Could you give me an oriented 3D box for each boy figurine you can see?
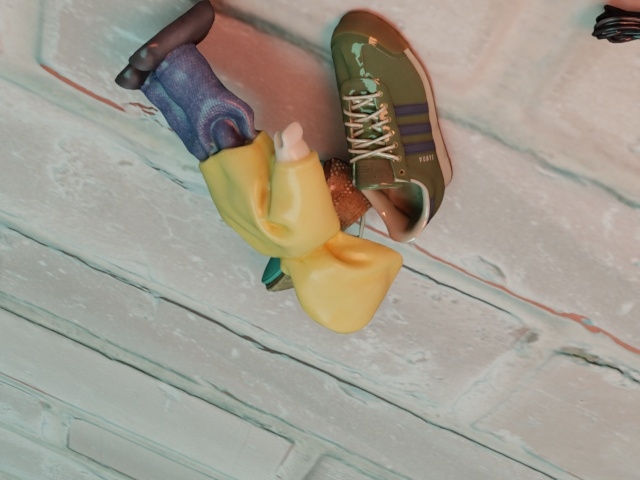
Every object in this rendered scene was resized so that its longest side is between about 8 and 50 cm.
[{"bbox_3d":[-0.039,-0.049,0.779,0.285,0.092,0.177,49,158,-8],"label":"boy figurine"}]

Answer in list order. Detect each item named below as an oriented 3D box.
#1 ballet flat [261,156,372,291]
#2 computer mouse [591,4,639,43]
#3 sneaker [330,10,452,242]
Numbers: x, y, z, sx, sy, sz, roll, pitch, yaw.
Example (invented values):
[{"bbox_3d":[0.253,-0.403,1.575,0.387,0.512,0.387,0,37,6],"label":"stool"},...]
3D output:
[{"bbox_3d":[0.000,0.000,0.923,0.067,0.073,0.206,20,149,-8],"label":"ballet flat"},{"bbox_3d":[0.227,-0.180,0.566,0.106,0.042,0.193,16,145,14],"label":"computer mouse"},{"bbox_3d":[0.052,-0.078,0.769,0.064,0.086,0.192,1,139,30],"label":"sneaker"}]
